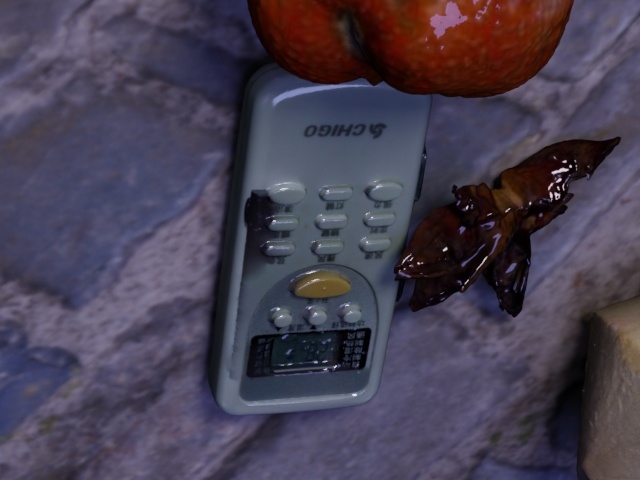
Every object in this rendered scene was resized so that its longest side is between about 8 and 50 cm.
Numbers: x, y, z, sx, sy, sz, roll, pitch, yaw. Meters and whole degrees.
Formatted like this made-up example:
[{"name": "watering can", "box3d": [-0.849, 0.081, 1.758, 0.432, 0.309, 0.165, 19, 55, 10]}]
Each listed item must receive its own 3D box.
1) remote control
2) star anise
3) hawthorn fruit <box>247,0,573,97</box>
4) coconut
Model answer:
[{"name": "remote control", "box3d": [0.000, 0.000, 1.317, 0.140, 0.056, 0.296, -3, 124, -20]}, {"name": "star anise", "box3d": [0.128, 0.001, 1.361, 0.212, 0.053, 0.157, -22, 143, -32]}, {"name": "hawthorn fruit", "box3d": [0.063, -0.211, 1.115, 0.207, 0.207, 0.243, 1, 112, -20]}, {"name": "coconut", "box3d": [0.317, 0.146, 1.422, 0.244, 0.239, 0.239, -22, 127, -5]}]
